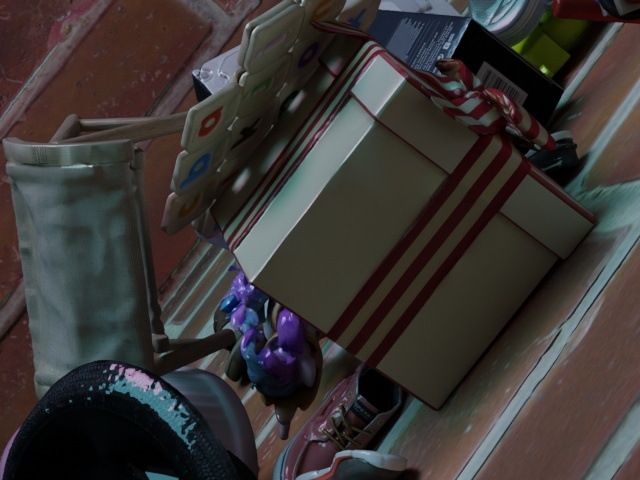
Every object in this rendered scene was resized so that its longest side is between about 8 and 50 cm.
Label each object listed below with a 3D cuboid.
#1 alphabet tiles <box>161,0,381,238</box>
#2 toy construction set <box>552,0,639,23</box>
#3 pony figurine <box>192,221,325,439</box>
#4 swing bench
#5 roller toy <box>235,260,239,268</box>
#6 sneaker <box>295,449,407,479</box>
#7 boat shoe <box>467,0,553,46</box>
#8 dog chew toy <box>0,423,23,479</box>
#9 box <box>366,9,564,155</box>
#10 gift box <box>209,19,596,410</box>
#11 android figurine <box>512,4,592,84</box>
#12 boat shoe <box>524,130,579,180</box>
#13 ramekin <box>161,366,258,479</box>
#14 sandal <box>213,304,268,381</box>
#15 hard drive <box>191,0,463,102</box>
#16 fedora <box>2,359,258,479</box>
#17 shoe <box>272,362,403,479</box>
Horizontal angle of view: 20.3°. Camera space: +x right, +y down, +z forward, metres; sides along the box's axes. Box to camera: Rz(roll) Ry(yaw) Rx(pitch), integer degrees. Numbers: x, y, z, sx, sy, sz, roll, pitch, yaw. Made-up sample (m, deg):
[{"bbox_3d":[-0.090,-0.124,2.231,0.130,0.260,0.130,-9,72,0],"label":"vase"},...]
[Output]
[{"bbox_3d":[-0.047,-0.125,1.677,0.278,0.021,0.284,-39,-20,-38],"label":"alphabet tiles"},{"bbox_3d":[0.358,-0.293,1.597,0.309,0.237,0.258,109,163,-63],"label":"toy construction set"},{"bbox_3d":[0.000,0.000,1.974,0.363,0.302,0.351,-76,-2,-68],"label":"pony figurine"},{"bbox_3d":[-0.206,0.014,1.741,0.165,0.253,0.254,-2,11,15],"label":"swing bench"},{"bbox_3d":[-0.012,-0.010,2.317,0.209,0.146,0.191,-40,15,50],"label":"roller toy"},{"bbox_3d":[0.027,0.223,1.536,0.158,0.061,0.065,140,139,-56],"label":"sneaker"},{"bbox_3d":[0.262,-0.339,2.090,0.118,0.103,0.320,-17,40,39],"label":"boat shoe"},{"bbox_3d":[-0.279,0.291,2.335,0.332,0.206,0.207,-31,21,46],"label":"dog chew toy"},{"bbox_3d":[0.136,-0.166,1.957,0.108,0.153,0.207,-61,31,-6],"label":"box"},{"bbox_3d":[0.063,-0.045,1.593,0.258,0.276,0.255,-51,26,6],"label":"gift box"},{"bbox_3d":[0.218,-0.178,2.111,0.273,0.056,0.248,-51,9,12],"label":"android figurine"},{"bbox_3d":[0.212,-0.065,1.748,0.046,0.038,0.125,-6,-20,-34],"label":"boat shoe"},{"bbox_3d":[-0.194,0.254,1.823,0.273,0.127,0.273,-21,61,45],"label":"ramekin"},{"bbox_3d":[-0.110,0.114,2.515,0.120,0.086,0.303,-51,9,7],"label":"sandal"},{"bbox_3d":[0.037,-0.206,2.294,0.339,0.237,0.064,-28,-34,-17],"label":"hard drive"},{"bbox_3d":[-0.135,0.261,1.575,0.152,0.334,0.334,4,-42,-47],"label":"fedora"},{"bbox_3d":[0.019,0.178,1.669,0.081,0.063,0.178,-50,3,45],"label":"shoe"}]
